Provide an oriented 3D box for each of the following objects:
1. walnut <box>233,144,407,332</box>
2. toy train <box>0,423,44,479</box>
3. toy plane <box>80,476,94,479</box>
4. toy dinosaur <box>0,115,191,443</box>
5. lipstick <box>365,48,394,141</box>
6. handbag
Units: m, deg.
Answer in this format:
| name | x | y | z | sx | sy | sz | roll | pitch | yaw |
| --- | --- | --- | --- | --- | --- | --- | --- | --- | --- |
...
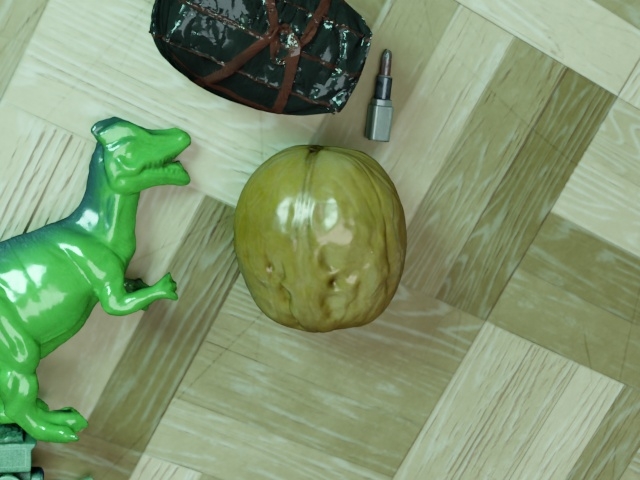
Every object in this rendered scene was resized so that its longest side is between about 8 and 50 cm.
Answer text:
| name | x | y | z | sx | sy | sz | roll | pitch | yaw |
| --- | --- | --- | --- | --- | --- | --- | --- | --- | --- |
| walnut | 0.000 | 0.000 | 1.214 | 0.195 | 0.195 | 0.221 | -14 | 120 | -11 |
| toy train | -0.410 | 0.260 | 1.249 | 0.172 | 0.070 | 0.099 | 1 | 101 | -15 |
| toy plane | -0.309 | 0.320 | 1.318 | 0.080 | 0.033 | 0.083 | 43 | 86 | -24 |
| toy dinosaur | -0.389 | 0.046 | 1.141 | 0.500 | 0.144 | 0.374 | 2 | 104 | -22 |
| lipstick | 0.073 | -0.170 | 1.257 | 0.025 | 0.025 | 0.107 | 3 | 101 | -17 |
| handbag | -0.064 | -0.217 | 1.121 | 0.215 | 0.169 | 0.155 | 18 | 102 | -20 |
